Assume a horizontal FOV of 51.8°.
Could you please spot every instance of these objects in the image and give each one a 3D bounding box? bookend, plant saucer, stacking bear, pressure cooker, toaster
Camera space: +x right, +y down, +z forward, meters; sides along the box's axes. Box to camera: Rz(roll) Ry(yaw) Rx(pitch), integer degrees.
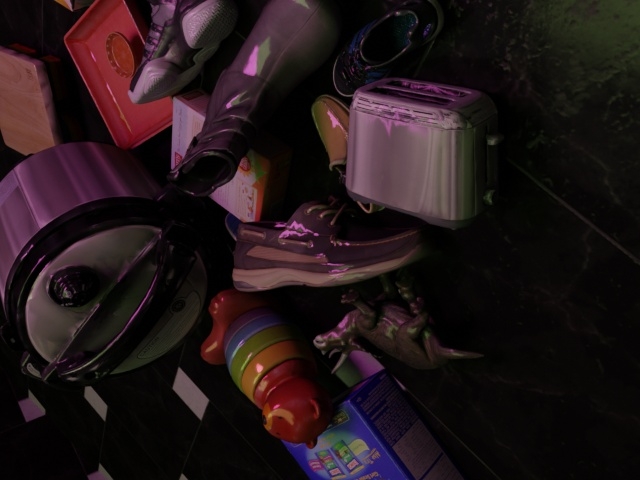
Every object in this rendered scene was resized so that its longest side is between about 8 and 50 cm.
[{"bbox_3d":[-0.186,0.020,1.279,0.156,0.072,0.157,-26,95,50],"label":"bookend"},{"bbox_3d":[-0.359,-0.336,1.195,0.084,0.013,0.083,26,132,33],"label":"plant saucer"},{"bbox_3d":[-0.080,0.235,1.172,0.289,0.164,0.175,50,134,44],"label":"stacking bear"},{"bbox_3d":[-0.407,0.051,1.220,0.420,0.376,0.369,44,138,45],"label":"pressure cooker"},{"bbox_3d":[-0.369,-0.320,1.262,0.258,0.048,0.259,-14,103,49],"label":"plant saucer"},{"bbox_3d":[0.121,-0.118,0.837,0.227,0.129,0.146,20,124,35],"label":"toaster"}]

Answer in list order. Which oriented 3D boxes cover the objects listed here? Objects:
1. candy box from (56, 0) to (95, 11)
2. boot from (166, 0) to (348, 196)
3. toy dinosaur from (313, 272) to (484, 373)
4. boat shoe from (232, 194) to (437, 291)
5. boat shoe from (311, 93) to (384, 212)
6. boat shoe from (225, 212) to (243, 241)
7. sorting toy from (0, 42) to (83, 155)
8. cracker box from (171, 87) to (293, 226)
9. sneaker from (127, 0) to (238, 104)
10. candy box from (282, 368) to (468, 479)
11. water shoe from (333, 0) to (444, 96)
[{"bbox_3d":[-0.477,-0.560,1.195,0.159,0.071,0.233,34,135,25],"label":"candy box"},{"bbox_3d":[-0.092,-0.189,0.917,0.118,0.222,0.338,30,149,-15],"label":"boot"},{"bbox_3d":[0.130,0.138,1.029,0.314,0.121,0.160,6,131,38],"label":"toy dinosaur"},{"bbox_3d":[0.000,0.000,1.011,0.356,0.132,0.130,-8,94,30],"label":"boat shoe"},{"bbox_3d":[0.039,-0.126,0.955,0.190,0.072,0.068,55,140,3],"label":"boat shoe"},{"bbox_3d":[-0.097,0.014,1.184,0.183,0.066,0.066,38,162,16],"label":"boat shoe"},{"bbox_3d":[-0.656,-0.317,1.521,0.257,0.089,0.255,24,130,33],"label":"sorting toy"},{"bbox_3d":[-0.160,-0.143,1.151,0.232,0.067,0.155,35,135,23],"label":"cracker box"},{"bbox_3d":[-0.253,-0.347,1.077,0.269,0.101,0.153,-34,85,37],"label":"sneaker"},{"bbox_3d":[0.111,0.427,1.205,0.317,0.122,0.268,54,139,6],"label":"candy box"},{"bbox_3d":[0.065,-0.245,0.845,0.203,0.080,0.072,-31,91,50],"label":"water shoe"}]
